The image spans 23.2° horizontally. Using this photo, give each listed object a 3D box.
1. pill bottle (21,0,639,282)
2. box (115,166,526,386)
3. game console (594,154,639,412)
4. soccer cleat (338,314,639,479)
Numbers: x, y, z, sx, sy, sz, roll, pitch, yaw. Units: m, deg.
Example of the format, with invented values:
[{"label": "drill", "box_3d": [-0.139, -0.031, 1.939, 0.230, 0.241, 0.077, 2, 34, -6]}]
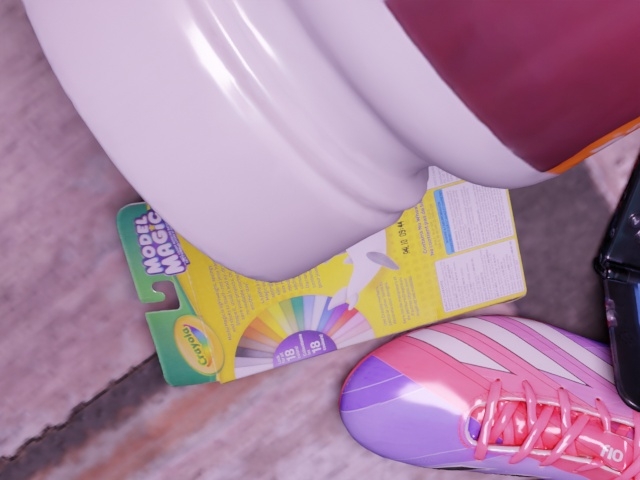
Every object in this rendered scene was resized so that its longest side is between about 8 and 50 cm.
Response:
[{"label": "pill bottle", "box_3d": [0.096, -0.158, 0.554, 0.392, 0.224, 0.224, -31, 116, 20]}, {"label": "box", "box_3d": [0.000, 0.000, 0.735, 0.179, 0.043, 0.105, -16, 116, -6]}, {"label": "game console", "box_3d": [0.216, 0.024, 0.759, 0.144, 0.085, 0.124, 14, 108, -16]}, {"label": "soccer cleat", "box_3d": [0.135, 0.092, 0.770, 0.248, 0.095, 0.083, 7, 110, -15]}]
